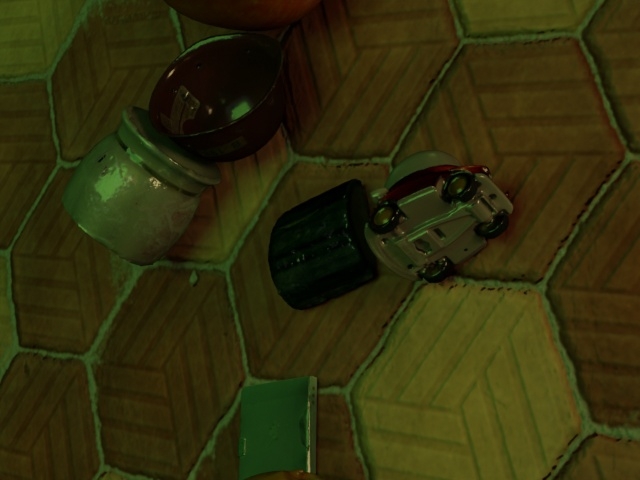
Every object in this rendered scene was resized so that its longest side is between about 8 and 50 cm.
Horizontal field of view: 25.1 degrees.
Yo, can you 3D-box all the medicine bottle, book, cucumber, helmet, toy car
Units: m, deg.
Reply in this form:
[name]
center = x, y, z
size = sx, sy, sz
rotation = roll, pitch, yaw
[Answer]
[medicine bottle]
center = -0.209, -0.066, 1.684
size = 0.143, 0.147, 0.147
rotation = -52, 48, 13
[book]
center = -0.047, 0.217, 1.524
size = 0.103, 0.017, 0.135
rotation = -14, 67, 36
[cucumber]
center = 0.000, 0.000, 1.530
size = 0.115, 0.062, 0.116
rotation = -23, 62, 31
[helmet]
center = -0.096, -0.153, 1.641
size = 0.175, 0.106, 0.155
rotation = -24, 46, 19
[toy car]
center = 0.113, -0.040, 1.419
size = 0.139, 0.112, 0.112
rotation = -30, 40, 20

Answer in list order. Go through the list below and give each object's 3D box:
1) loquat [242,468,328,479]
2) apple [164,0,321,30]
[loquat]
center = -0.039, 0.329, 1.363
size = 0.187, 0.176, 0.234
rotation = 23, 104, 4
[apple]
center = -0.096, -0.359, 1.646
size = 0.241, 0.242, 0.242
rotation = 12, 83, 56
